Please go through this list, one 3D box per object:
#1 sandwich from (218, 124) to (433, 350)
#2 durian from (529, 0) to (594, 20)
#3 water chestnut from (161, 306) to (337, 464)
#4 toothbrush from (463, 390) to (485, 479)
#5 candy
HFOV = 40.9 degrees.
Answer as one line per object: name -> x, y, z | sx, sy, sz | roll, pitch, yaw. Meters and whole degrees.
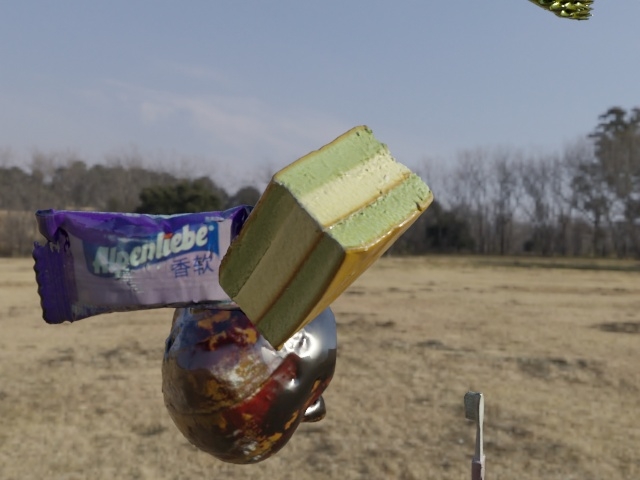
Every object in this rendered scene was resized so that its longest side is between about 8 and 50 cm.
sandwich -> 0.000, 0.000, 0.879 | 0.144, 0.117, 0.187 | -29, -19, -44
durian -> 0.192, -0.239, 0.738 | 0.215, 0.086, 0.100 | 12, 11, -34
water chestnut -> -0.096, 0.166, 1.201 | 0.244, 0.289, 0.289 | 10, 1, -3
toothbrush -> 0.143, 0.215, 0.790 | 0.017, 0.194, 0.014 | 9, 33, 26
candy -> -0.184, 0.029, 0.973 | 0.275, 0.145, 0.070 | -1, 22, -5
